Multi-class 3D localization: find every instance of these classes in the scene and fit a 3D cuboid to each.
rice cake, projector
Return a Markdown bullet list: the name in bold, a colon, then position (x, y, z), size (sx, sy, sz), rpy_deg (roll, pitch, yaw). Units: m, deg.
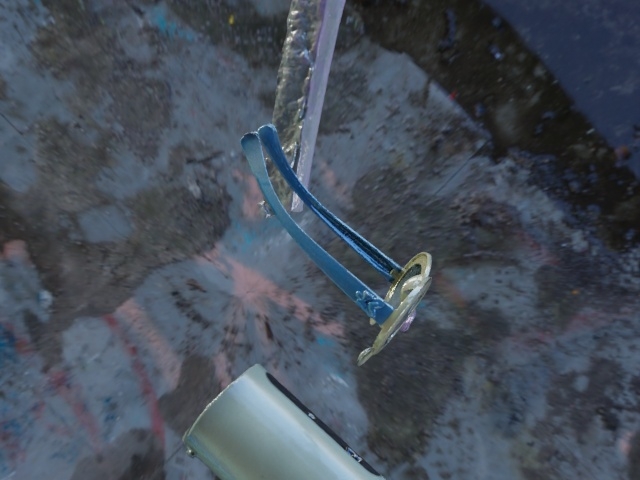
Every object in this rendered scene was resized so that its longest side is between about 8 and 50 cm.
- **rice cake**: position (-0.017, -0.152, 1.114), size (0.049, 0.055, 0.270), rpy_deg (14, 101, 16)
- **projector**: position (0.027, 0.261, 1.020), size (0.337, 0.108, 0.108), rpy_deg (41, 85, 12)

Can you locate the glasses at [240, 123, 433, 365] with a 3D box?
- **glasses**: position (0.024, -0.018, 0.970), size (0.088, 0.189, 0.220), rpy_deg (-30, 95, 10)
